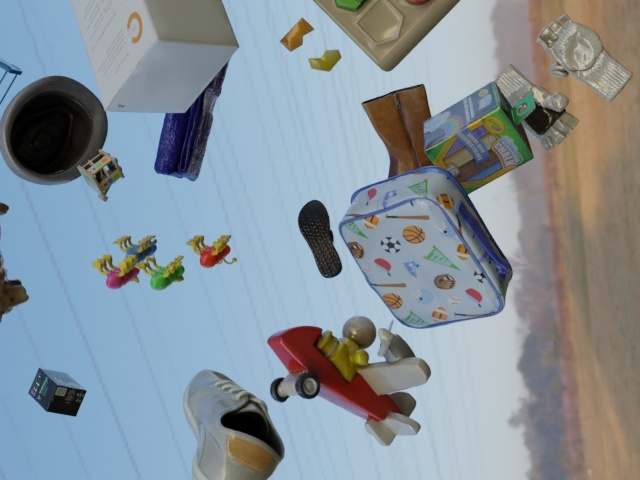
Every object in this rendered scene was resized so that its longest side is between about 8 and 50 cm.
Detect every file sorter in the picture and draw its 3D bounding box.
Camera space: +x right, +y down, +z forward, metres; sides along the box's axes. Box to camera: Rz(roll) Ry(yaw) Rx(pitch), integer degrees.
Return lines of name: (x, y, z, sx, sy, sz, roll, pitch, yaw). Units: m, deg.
file sorter: (-0.742, -0.364, 1.769, 0.104, 0.170, 0.118, -58, 12, 2)

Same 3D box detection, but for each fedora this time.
fedora: (-0.676, -0.267, 2.095, 0.243, 0.124, 0.275, 35, -105, -26)

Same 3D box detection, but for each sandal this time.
sandal: (0.000, 0.000, 1.731, 0.040, 0.067, 0.179, 59, -167, -67)

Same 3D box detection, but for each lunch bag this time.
lunch bag: (0.194, 0.021, 1.472, 0.303, 0.243, 0.115, 52, -140, -25)

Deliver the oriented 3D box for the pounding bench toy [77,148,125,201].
pounding bench toy: (-0.412, -0.123, 1.611, 0.065, 0.052, 0.083, -43, -35, -22)

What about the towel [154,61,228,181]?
towel: (-0.262, -0.279, 1.801, 0.227, 0.076, 0.308, -8, -66, -83)

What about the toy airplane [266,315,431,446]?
toy airplane: (0.090, 0.317, 2.021, 0.384, 0.386, 0.273, 70, -146, -59)

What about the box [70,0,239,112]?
box: (-0.312, -0.427, 1.480, 0.168, 0.215, 0.345, -6, -111, -41)

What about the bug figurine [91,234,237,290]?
bug figurine: (-0.317, 0.043, 1.676, 0.216, 0.279, 0.072, -37, -57, -54)

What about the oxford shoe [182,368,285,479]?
oxford shoe: (-0.147, 0.314, 1.462, 0.130, 0.169, 0.449, -61, 13, 5)

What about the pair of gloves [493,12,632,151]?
pair of gloves: (0.491, -0.328, 1.735, 0.204, 0.240, 0.042, 50, -149, 8)

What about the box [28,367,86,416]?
box: (-0.461, 0.265, 1.469, 0.062, 0.083, 0.052, 24, -92, -43)

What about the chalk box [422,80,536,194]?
chalk box: (0.320, -0.205, 1.611, 0.132, 0.213, 0.132, 51, -156, -24)

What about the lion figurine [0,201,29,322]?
lion figurine: (-0.666, -0.019, 1.574, 0.392, 0.142, 0.240, 86, 178, -54)

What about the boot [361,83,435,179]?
boot: (0.156, -0.186, 1.905, 0.096, 0.264, 0.280, -82, -31, -63)

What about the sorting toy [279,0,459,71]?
sorting toy: (0.083, -0.423, 1.532, 0.229, 0.307, 0.041, 43, -165, -8)
